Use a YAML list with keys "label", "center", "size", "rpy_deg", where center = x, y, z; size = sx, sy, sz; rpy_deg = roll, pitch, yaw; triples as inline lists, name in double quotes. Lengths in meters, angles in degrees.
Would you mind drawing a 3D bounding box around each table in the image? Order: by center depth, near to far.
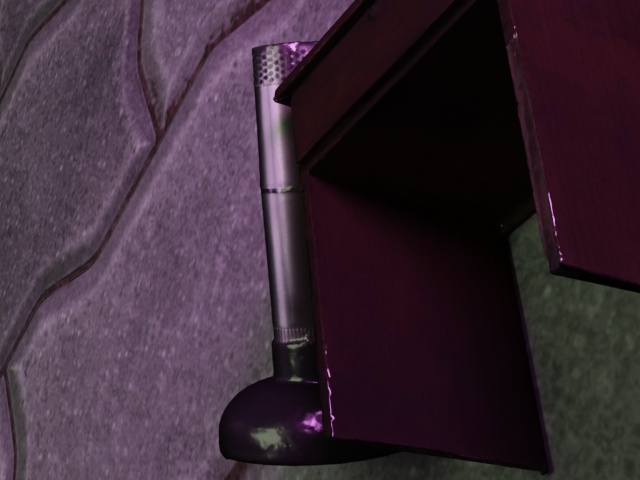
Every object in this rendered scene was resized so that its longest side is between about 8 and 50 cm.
- label: "table"
  center: [0.122, -0.031, 0.963]
  size: [0.250, 0.196, 0.282]
  rpy_deg: [-42, 44, 44]

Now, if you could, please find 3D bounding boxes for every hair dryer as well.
- label: "hair dryer"
  center: [0.016, 0.015, 1.214]
  size: [0.156, 0.284, 0.320]
  rpy_deg: [-3, 85, 19]
